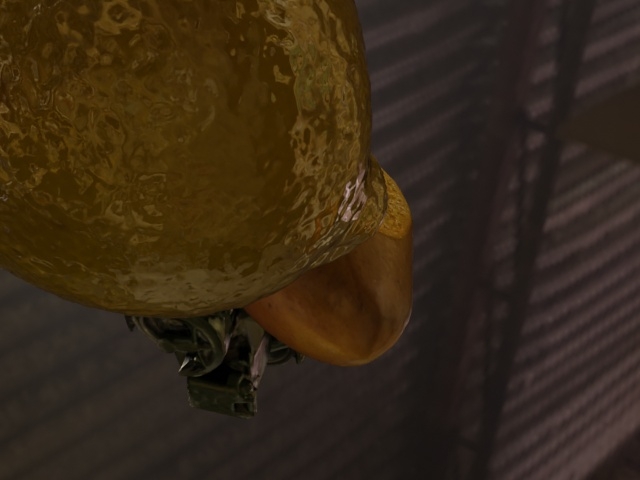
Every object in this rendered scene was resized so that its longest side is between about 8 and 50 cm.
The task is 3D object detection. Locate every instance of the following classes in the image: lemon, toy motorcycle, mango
[{"bbox_3d":[-0.077,-0.067,0.606,0.187,0.244,0.187,-50,10,13],"label":"lemon"},{"bbox_3d":[-0.061,0.055,1.280,0.275,0.127,0.205,76,-156,-45],"label":"toy motorcycle"},{"bbox_3d":[-0.003,0.005,1.069,0.141,0.217,0.102,11,-52,-33],"label":"mango"}]
